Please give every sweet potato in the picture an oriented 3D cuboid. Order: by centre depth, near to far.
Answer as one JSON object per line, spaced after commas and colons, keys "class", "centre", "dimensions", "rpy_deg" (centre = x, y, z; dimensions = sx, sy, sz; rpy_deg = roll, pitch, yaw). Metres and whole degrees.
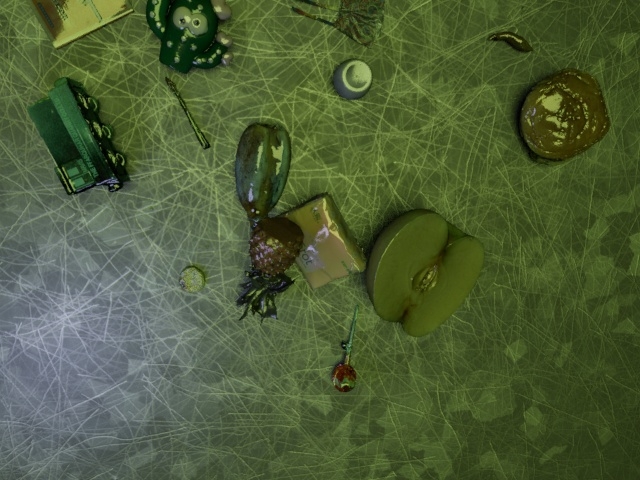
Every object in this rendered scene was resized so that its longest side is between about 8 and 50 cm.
{"class": "sweet potato", "centre": [0.604, -0.630, 1.566], "dimensions": [0.153, 0.038, 0.041], "rpy_deg": [14, 74, -9]}

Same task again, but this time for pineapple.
{"class": "pineapple", "centre": [-0.153, 0.101, 1.468], "dimensions": [0.165, 0.165, 0.365], "rpy_deg": [10, 125, -11]}

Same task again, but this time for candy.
{"class": "candy", "centre": [0.096, 0.356, 1.635], "dimensions": [0.078, 0.084, 0.288], "rpy_deg": [11, 90, -7]}

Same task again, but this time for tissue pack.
{"class": "tissue pack", "centre": [0.000, 0.000, 1.506], "dimensions": [0.215, 0.123, 0.257], "rpy_deg": [-25, 102, 29]}

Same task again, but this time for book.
{"class": "book", "centre": [-0.664, -0.658, 1.366], "dimensions": [0.241, 0.018, 0.170], "rpy_deg": [-29, 103, -4]}

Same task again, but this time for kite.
{"class": "kite", "centre": [0.053, -0.688, 1.480], "dimensions": [0.285, 0.015, 0.152], "rpy_deg": [15, 94, -14]}

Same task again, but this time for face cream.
{"class": "face cream", "centre": [0.098, -0.479, 1.474], "dimensions": [0.117, 0.104, 0.117], "rpy_deg": [-1, 98, -9]}

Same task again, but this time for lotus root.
{"class": "lotus root", "centre": [-0.177, -0.187, 1.468], "dimensions": [0.158, 0.140, 0.322], "rpy_deg": [1, 107, -34]}

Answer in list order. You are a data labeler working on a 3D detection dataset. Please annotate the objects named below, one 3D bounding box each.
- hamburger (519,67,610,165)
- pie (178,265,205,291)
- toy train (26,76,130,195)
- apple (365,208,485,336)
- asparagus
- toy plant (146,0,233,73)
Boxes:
{"class": "hamburger", "centre": [0.774, -0.390, 1.583], "dimensions": [0.265, 0.134, 0.285], "rpy_deg": [-31, 101, -5]}
{"class": "pie", "centre": [-0.398, 0.120, 1.538], "dimensions": [0.085, 0.017, 0.085], "rpy_deg": [-1, 99, -7]}
{"class": "toy train", "centre": [-0.668, -0.274, 1.373], "dimensions": [0.178, 0.138, 0.330], "rpy_deg": [-24, 101, 0]}
{"class": "apple", "centre": [0.302, 0.099, 1.512], "dimensions": [0.320, 0.311, 0.360], "rpy_deg": [34, 97, 14]}
{"class": "asparagus", "centre": [-0.390, -0.373, 1.457], "dimensions": [0.022, 0.023, 0.233], "rpy_deg": [-42, 109, -46]}
{"class": "toy plant", "centre": [-0.360, -0.590, 1.379], "dimensions": [0.232, 0.112, 0.243], "rpy_deg": [-2, 105, -7]}
